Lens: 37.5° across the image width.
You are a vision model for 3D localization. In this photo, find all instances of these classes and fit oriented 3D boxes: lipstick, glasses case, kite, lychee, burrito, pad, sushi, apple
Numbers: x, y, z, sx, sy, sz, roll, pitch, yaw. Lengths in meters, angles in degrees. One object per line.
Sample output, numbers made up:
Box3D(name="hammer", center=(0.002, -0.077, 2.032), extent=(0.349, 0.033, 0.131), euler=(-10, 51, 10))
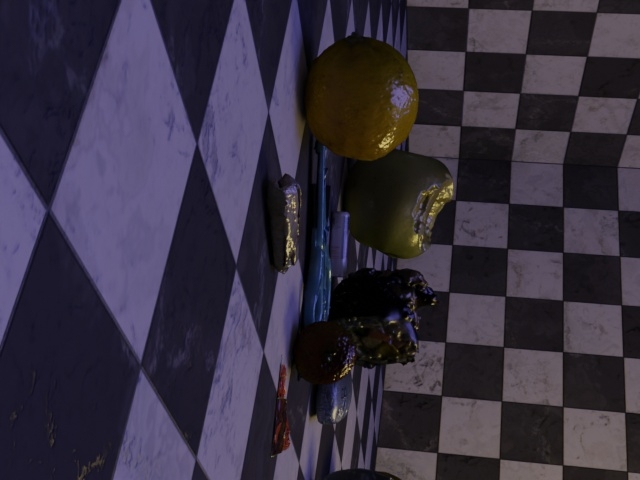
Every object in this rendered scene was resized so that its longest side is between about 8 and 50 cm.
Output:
Box3D(name="lipstick", center=(0.040, 0.008, 2.031), extent=(0.040, 0.040, 0.141), euler=(-12, 106, -81))
Box3D(name="glasses case", center=(0.030, 0.331, 2.026), extent=(0.282, 0.067, 0.109), euler=(29, 67, -79))
Box3D(name="kite", center=(-0.068, 0.311, 1.556), extent=(0.125, 0.008, 0.222), euler=(-71, 163, -52))
Box3D(name="lychee", center=(0.006, 0.197, 1.647), extent=(0.146, 0.114, 0.114), euler=(150, -54, -76))
Box3D(name="burrito", center=(-0.052, -0.021, 1.373), extent=(0.058, 0.045, 0.188), euler=(-46, 149, -37))
Box3D(name="pad", center=(-0.011, 0.073, 1.837), extent=(0.247, 0.007, 0.367), euler=(-12, 106, -82))
Box3D(name="sushi", center=(0.128, 0.144, 2.046), extent=(0.219, 0.238, 0.225), euler=(-57, 149, -35))
Box3D(name="apple", center=(0.178, -0.095, 2.236), extent=(0.279, 0.279, 0.279), euler=(4, 90, -82))

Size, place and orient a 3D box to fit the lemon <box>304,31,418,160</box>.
Box3D(name="lemon", center=(0.068, -0.238, 1.581), extent=(0.192, 0.192, 0.231), euler=(-74, 165, -55))

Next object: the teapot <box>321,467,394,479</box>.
Box3D(name="teapot", center=(0.063, 0.673, 1.916), extent=(0.300, 0.253, 0.344), euler=(-51, -161, 33))

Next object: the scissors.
Box3D(name="scissors", center=(0.001, 0.000, 1.741), extent=(0.180, 0.032, 0.393), euler=(-58, 151, -74))

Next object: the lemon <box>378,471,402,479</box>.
Box3D(name="lemon", center=(0.128, 0.681, 2.256), extent=(0.310, 0.253, 0.253), euler=(-76, 167, -66))
